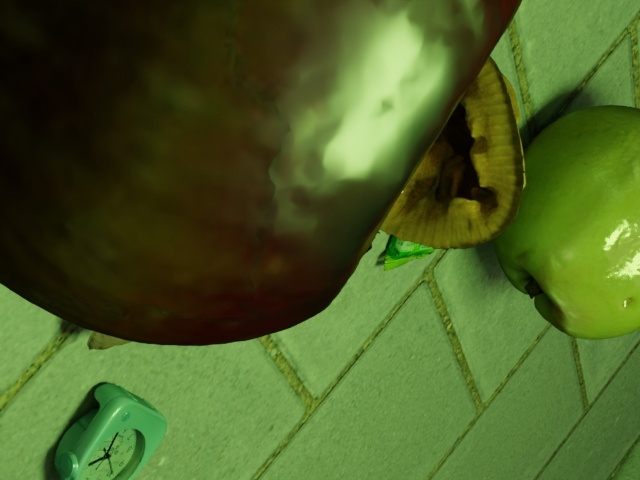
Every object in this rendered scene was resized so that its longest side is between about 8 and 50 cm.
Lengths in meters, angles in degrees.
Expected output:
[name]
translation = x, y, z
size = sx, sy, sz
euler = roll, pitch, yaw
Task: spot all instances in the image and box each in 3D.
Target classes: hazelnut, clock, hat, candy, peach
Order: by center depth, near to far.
[hazelnut]
translation = -0.074, -0.150, 0.774
size = 0.402, 0.402, 0.429
euler = -5, 129, -53
[clock]
translation = -0.229, 0.223, 1.180
size = 0.147, 0.045, 0.108
euler = -53, 148, -6
[hat]
translation = 0.157, -0.132, 1.274
size = 0.233, 0.244, 0.233
euler = -28, 147, -60
[candy]
translation = 0.138, -0.045, 1.466
size = 0.102, 0.032, 0.178
euler = -6, 124, -48
[peach]
translation = 0.386, -0.032, 1.592
size = 0.315, 0.281, 0.314
euler = -53, -178, 3

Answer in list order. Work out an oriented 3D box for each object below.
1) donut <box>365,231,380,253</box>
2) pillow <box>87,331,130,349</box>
[donut]
translation = 0.000, 0.000, 1.288
size = 0.140, 0.059, 0.140
euler = -34, 142, -32
[pillow]
translation = -0.134, 0.024, 1.134
size = 0.248, 0.049, 0.135
euler = -18, 132, -52
